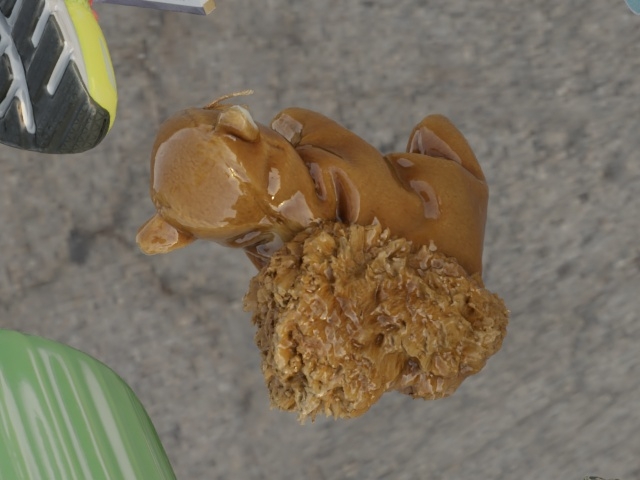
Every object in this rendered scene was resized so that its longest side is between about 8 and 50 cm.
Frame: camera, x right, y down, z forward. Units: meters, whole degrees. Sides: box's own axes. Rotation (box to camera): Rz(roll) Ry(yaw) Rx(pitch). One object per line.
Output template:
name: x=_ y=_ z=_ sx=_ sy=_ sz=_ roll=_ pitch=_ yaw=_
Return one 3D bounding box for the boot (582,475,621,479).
boot: x=0.244 y=0.254 z=0.970 sx=0.085 sy=0.178 sz=0.236 roll=103 pitch=171 yaw=-69

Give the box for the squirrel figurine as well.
squirrel figurine: x=0.000 y=0.000 z=1.691 sx=0.281 sy=0.370 sz=0.397 roll=-47 pitch=42 yaw=19

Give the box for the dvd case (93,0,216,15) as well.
dvd case: x=-0.183 y=-0.286 z=1.304 sx=0.164 sy=0.018 sz=0.221 roll=13 pitch=137 yaw=38

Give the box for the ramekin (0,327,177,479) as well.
ramekin: x=-0.181 y=0.165 z=0.643 sx=0.303 sy=0.303 sz=0.148 roll=-48 pitch=51 yaw=34

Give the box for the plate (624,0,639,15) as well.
plate: x=0.292 y=-0.299 z=1.465 sx=0.024 sy=0.188 sz=0.188 roll=-9 pitch=96 yaw=-3

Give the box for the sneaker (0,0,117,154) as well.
sneaker: x=-0.133 y=-0.119 z=0.745 sx=0.081 sy=0.094 sz=0.208 roll=-54 pitch=53 yaw=30
